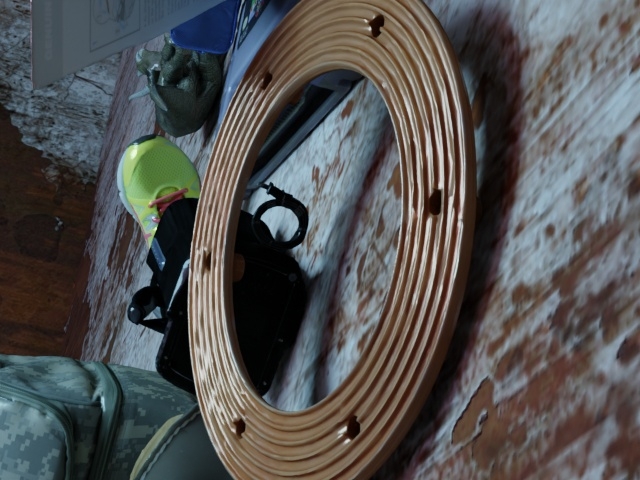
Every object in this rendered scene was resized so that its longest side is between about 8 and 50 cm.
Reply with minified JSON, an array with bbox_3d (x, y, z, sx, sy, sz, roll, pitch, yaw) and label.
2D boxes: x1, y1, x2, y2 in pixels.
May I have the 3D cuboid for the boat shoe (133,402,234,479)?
[{"bbox_3d":[-0.114,0.235,0.855,0.091,0.109,0.305,79,-149,-60],"label":"boat shoe"}]

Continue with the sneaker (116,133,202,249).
[{"bbox_3d":[-0.136,-0.006,1.247,0.094,0.082,0.208,43,153,61],"label":"sneaker"}]

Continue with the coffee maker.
[{"bbox_3d":[-0.072,0.026,1.041,0.171,0.120,0.178,-48,20,4],"label":"coffee maker"}]

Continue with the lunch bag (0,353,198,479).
[{"bbox_3d":[-0.277,0.262,1.233,0.212,0.256,0.305,-153,78,-75],"label":"lunch bag"}]

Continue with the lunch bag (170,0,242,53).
[{"bbox_3d":[-0.116,-0.238,1.295,0.065,0.067,0.098,-95,18,-68],"label":"lunch bag"}]

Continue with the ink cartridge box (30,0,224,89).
[{"bbox_3d":[-0.152,-0.318,0.989,0.385,0.091,0.308,-45,-36,-57],"label":"ink cartridge box"}]

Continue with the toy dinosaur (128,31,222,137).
[{"bbox_3d":[-0.169,-0.199,1.612,0.313,0.121,0.160,-113,28,-59],"label":"toy dinosaur"}]

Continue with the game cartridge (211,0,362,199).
[{"bbox_3d":[-0.027,-0.195,1.152,0.355,0.068,0.230,141,137,-65],"label":"game cartridge"}]

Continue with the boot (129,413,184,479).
[{"bbox_3d":[-0.140,0.313,1.035,0.236,0.089,0.269,-54,24,23],"label":"boot"}]

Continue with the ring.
[{"bbox_3d":[0.000,0.000,0.799,0.337,0.032,0.336,-27,58,54],"label":"ring"}]
